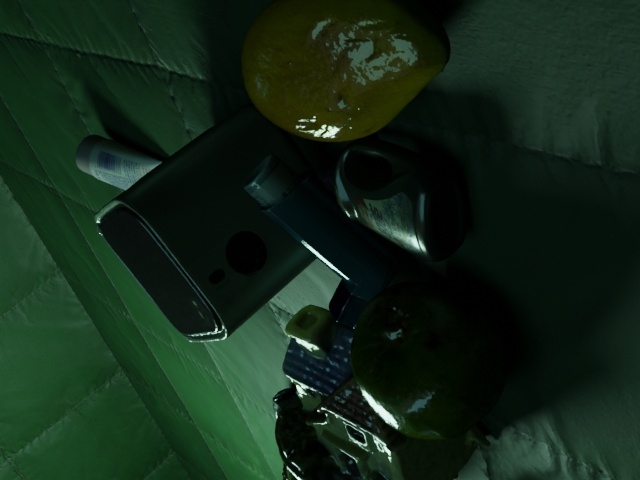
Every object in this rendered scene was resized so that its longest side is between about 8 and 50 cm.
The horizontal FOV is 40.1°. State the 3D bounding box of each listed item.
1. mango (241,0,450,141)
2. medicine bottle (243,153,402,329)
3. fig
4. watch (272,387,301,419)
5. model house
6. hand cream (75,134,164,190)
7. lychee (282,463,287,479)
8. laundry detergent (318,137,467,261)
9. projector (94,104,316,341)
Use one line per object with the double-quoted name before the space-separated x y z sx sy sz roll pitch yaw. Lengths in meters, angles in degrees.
"mango" 0.018 -0.192 0.939 0.317 0.119 0.176 -3 116 55
"medicine bottle" 0.000 0.000 1.184 0.258 0.124 0.079 43 -167 -16
"fig" 0.172 0.165 1.159 0.235 0.203 0.203 19 -178 -43
"watch" -0.048 0.423 1.925 0.193 0.068 0.206 65 166 13
"model house" 0.053 0.249 1.331 0.321 0.261 0.266 21 140 38
"hand cream" -0.374 -0.142 1.742 0.248 0.083 0.133 23 146 27
"lychee" 0.044 0.449 1.649 0.260 0.260 0.260 39 153 24
"laundry detergent" 0.074 -0.065 1.072 0.222 0.078 0.144 30 147 42
"projector" -0.152 -0.021 1.307 0.248 0.249 0.248 53 155 -9
